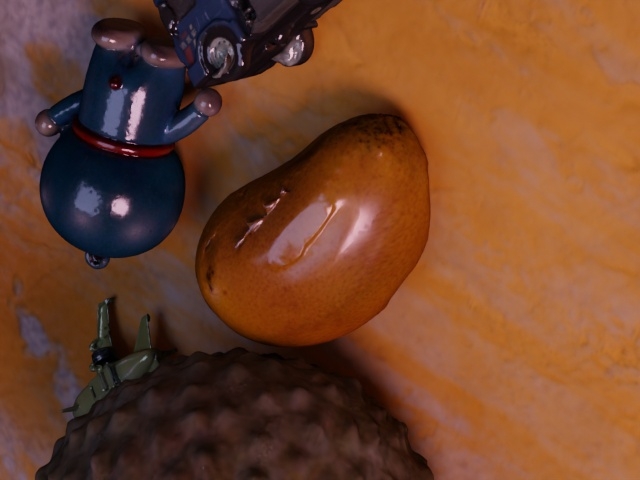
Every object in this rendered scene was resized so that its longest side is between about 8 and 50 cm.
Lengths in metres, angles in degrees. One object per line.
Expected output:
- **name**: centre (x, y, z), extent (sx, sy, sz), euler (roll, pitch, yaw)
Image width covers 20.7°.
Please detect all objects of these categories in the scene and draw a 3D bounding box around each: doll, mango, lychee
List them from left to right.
- **doll**: centre (-0.118, -0.052, 1.037), extent (0.114, 0.085, 0.152), euler (19, 110, 17)
- **lychee**: centre (-0.049, 0.192, 0.982), extent (0.255, 0.274, 0.255), euler (3, 125, 4)
- **mango**: centre (-0.003, 0.002, 0.969), extent (0.105, 0.084, 0.159), euler (51, 130, 0)

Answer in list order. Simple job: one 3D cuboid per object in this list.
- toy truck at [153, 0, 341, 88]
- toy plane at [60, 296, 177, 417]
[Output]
- **toy truck**: centre (-0.008, -0.159, 0.910), extent (0.201, 0.074, 0.088), euler (-37, 81, 40)
- **toy plane**: centre (-0.133, 0.092, 1.133), extent (0.111, 0.040, 0.102), euler (-36, 67, 39)
